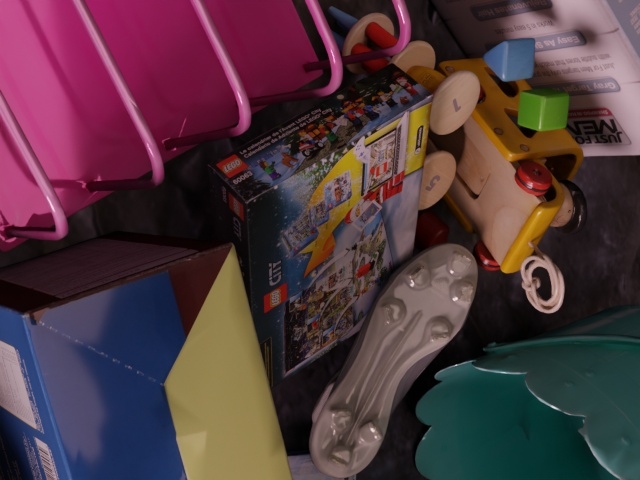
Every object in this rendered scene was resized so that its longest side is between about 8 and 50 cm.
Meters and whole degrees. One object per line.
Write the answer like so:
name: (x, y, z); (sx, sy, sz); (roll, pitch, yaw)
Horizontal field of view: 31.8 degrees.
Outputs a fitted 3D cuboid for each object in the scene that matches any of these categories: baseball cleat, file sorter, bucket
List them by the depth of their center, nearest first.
file sorter: (-0.115, -0.147, 0.744); (0.291, 0.182, 0.202); (-32, 107, -24)
baseball cleat: (0.047, 0.089, 0.893); (0.072, 0.109, 0.206); (37, 82, -8)
bucket: (0.230, 0.195, 0.923); (0.183, 0.281, 0.281); (-23, 104, -30)

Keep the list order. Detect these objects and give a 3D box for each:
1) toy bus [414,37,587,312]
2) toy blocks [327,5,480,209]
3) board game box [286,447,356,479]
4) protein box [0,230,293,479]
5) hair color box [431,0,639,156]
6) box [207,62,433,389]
toy bus: (0.158, -0.057, 0.901); (0.104, 0.191, 0.202); (-11, 98, -29)
toy blocks: (0.048, -0.111, 0.890); (0.054, 0.148, 0.123); (-16, 133, -38)
board game box: (-0.013, 0.216, 0.918); (0.090, 0.020, 0.090); (-1, 93, -30)
protein box: (-0.134, 0.109, 0.738); (0.136, 0.201, 0.200); (-19, 102, -28)
hair color box: (0.173, -0.241, 0.902); (0.113, 0.185, 0.374); (-46, 113, -20)
box: (0.000, 0.000, 0.820); (0.159, 0.044, 0.233); (-31, 147, -24)
